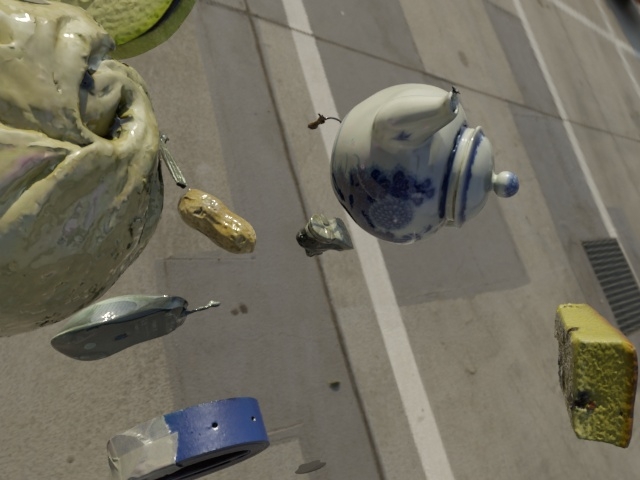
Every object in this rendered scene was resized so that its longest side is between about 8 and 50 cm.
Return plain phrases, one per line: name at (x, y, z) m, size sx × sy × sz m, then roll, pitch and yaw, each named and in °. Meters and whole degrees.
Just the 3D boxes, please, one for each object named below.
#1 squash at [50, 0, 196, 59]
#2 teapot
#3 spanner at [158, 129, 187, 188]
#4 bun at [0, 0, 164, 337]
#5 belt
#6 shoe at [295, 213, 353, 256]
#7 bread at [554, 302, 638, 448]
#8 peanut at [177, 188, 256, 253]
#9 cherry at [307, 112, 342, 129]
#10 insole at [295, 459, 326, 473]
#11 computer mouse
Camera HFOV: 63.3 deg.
squash at (-0.275, -0.366, 0.679) m, size 0.252 × 0.252 × 0.049 m, roll 63°, pitch 6°, yaw 5°
teapot at (0.169, -0.111, 0.821) m, size 0.424 × 0.280 × 0.252 m, roll 52°, pitch 55°, yaw -64°
spanner at (-0.379, -0.218, 1.250) m, size 0.093 × 0.026 × 0.325 m, roll 35°, pitch 12°, yaw -47°
bun at (-0.280, -0.079, 0.447) m, size 0.362 × 0.234 × 0.326 m, roll 47°, pitch 32°, yaw -65°
belt at (-0.293, 0.463, 1.165) m, size 0.346 × 0.212 × 0.117 m, roll -13°, pitch 59°, yaw -14°
shoe at (0.000, 0.000, 1.120) m, size 0.169 × 0.099 × 0.071 m, roll 16°, pitch 47°, yaw -56°
bread at (0.259, 0.116, 0.506) m, size 0.226 × 0.049 × 0.088 m, roll 0°, pitch 90°, yaw -70°
peanut at (-0.232, -0.040, 1.149) m, size 0.214 × 0.099 × 0.099 m, roll 39°, pitch 43°, yaw 9°
cherry at (0.062, -0.213, 1.093) m, size 0.225 × 0.107 × 0.090 m, roll 18°, pitch 82°, yaw -33°
insole at (-0.020, 0.455, 1.044) m, size 0.064 × 0.188 × 0.004 m, roll -14°, pitch 73°, yaw -7°
computer mouse at (-0.422, 0.177, 1.211) m, size 0.379 × 0.167 × 0.090 m, roll -12°, pitch 58°, yaw -25°
